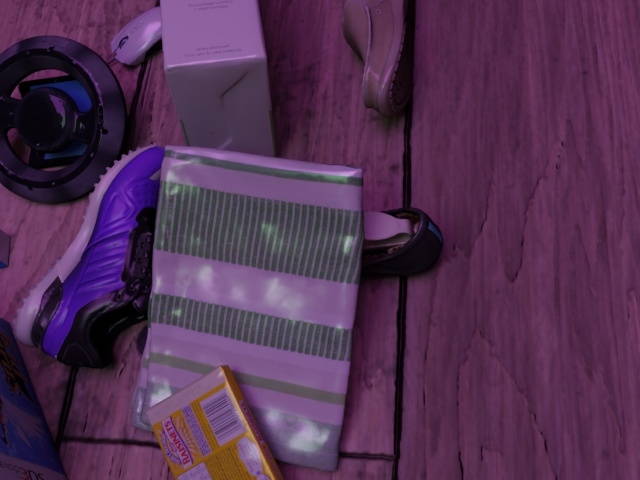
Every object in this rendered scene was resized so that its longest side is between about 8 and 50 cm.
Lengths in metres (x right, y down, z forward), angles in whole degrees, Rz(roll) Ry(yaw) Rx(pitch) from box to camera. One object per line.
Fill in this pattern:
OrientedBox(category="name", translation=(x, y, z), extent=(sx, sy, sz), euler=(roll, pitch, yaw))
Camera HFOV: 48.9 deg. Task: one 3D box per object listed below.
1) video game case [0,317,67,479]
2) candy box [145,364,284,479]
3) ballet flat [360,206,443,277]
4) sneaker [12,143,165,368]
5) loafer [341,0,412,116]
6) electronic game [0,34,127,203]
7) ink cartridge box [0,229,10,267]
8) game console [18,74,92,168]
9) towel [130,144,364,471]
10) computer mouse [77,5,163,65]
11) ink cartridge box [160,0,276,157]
OrientedBox(category="video game case", translation=(-0.382, 0.162, 0.746), extent=(0.061, 0.244, 0.269), euler=(-31, 62, -7))
OrientedBox(category="candy box", translation=(-0.096, 0.245, 0.731), extent=(0.105, 0.027, 0.205), euler=(-33, 75, 14))
OrientedBox(category="ballet flat", translation=(0.000, 0.000, 0.822), extent=(0.281, 0.096, 0.095), euler=(-9, 62, 9))
OrientedBox(category="sneaker", translation=(-0.232, 0.027, 0.867), extent=(0.146, 0.102, 0.293), euler=(24, 77, 17))
OrientedBox(category="loafer", translation=(0.074, -0.272, 0.939), extent=(0.092, 0.102, 0.268), euler=(-1, 55, 14))
OrientedBox(category="electronic game", translation=(-0.374, -0.165, 0.968), extent=(0.229, 0.048, 0.229), euler=(1, 95, 11))
OrientedBox(category="ink cartridge box", translation=(-0.469, 0.018, 0.956), extent=(0.083, 0.028, 0.048), euler=(-13, 63, 7))
OrientedBox(category="game console", translation=(-0.367, -0.169, 0.998), extent=(0.122, 0.071, 0.107), euler=(-5, 64, 11))
OrientedBox(category="towel", translation=(-0.082, 0.068, 0.766), extent=(0.248, 0.038, 0.324), euler=(8, 93, 16))
OrientedBox(category="computer mouse", translation=(-0.283, -0.303, 1.060), extent=(0.193, 0.042, 0.106), euler=(-33, 62, -4))
OrientedBox(category="ink cartridge box", translation=(-0.140, -0.300, 0.926), extent=(0.119, 0.207, 0.353), euler=(-8, 62, -4))
